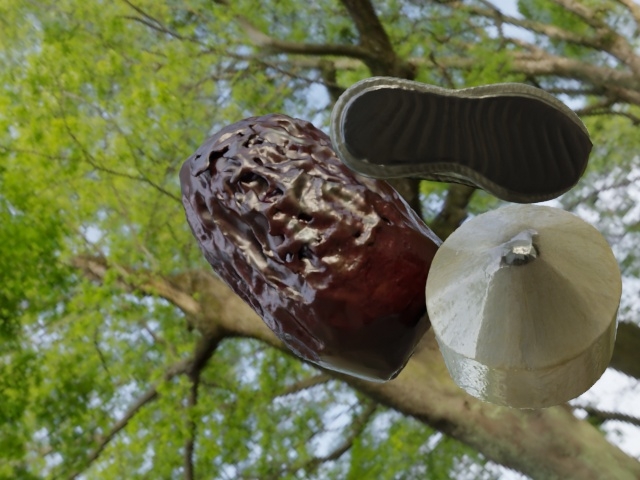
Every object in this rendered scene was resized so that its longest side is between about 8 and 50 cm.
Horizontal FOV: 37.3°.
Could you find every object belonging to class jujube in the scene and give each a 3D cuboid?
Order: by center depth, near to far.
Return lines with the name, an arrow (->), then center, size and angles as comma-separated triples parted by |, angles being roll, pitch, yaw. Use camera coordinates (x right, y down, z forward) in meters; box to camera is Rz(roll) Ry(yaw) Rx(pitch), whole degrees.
jujube -> 0.000, 0.000, 1.172 | 0.258, 0.377, 0.258 | -38, -11, -8

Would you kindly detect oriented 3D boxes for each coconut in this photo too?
coconut -> 0.212, 0.065, 0.995 | 0.202, 0.202, 0.222 | -37, -35, -14

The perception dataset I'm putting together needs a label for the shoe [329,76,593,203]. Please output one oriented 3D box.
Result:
shoe -> 0.117, -0.091, 0.829 | 0.227, 0.112, 0.099 | 7, -84, -8
